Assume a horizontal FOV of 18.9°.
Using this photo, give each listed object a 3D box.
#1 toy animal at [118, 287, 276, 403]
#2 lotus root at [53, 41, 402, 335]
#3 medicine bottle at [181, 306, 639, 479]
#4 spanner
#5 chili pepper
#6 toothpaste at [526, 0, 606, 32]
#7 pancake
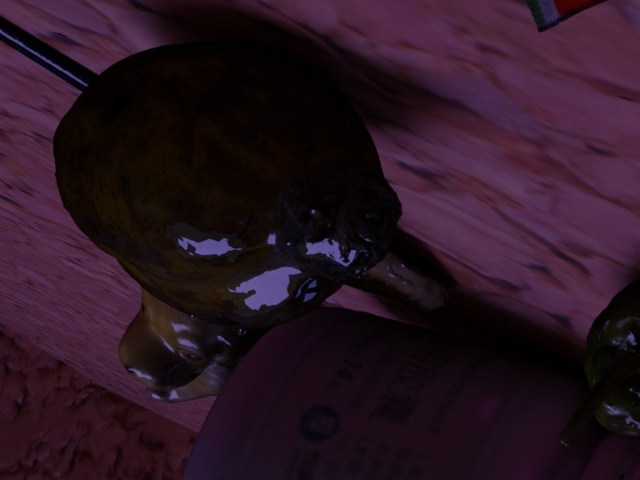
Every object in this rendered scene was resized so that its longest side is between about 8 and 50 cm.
[{"bbox_3d":[-0.053,0.079,1.368,0.233,0.121,0.169,30,159,-28],"label":"toy animal"},{"bbox_3d":[-0.039,-0.027,0.802,0.120,0.120,0.209,36,166,-37],"label":"lotus root"},{"bbox_3d":[0.099,0.192,1.106,0.325,0.256,0.256,14,165,23],"label":"medicine bottle"},{"bbox_3d":[-0.167,-0.108,1.021,0.208,0.012,0.046,30,170,-15],"label":"spanner"},{"bbox_3d":[0.147,0.054,0.817,0.072,0.073,0.204,8,177,11],"label":"chili pepper"},{"bbox_3d":[0.094,-0.082,0.365,0.075,0.048,0.301,28,173,-21],"label":"toothpaste"},{"bbox_3d":[0.000,0.000,1.060,0.158,0.028,0.158,28,172,4],"label":"pancake"}]
